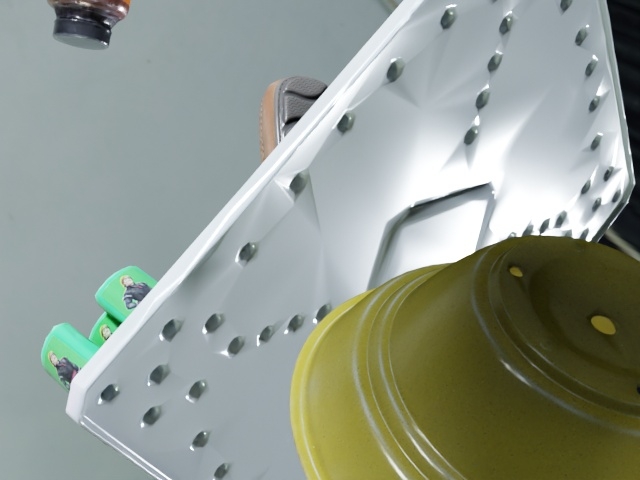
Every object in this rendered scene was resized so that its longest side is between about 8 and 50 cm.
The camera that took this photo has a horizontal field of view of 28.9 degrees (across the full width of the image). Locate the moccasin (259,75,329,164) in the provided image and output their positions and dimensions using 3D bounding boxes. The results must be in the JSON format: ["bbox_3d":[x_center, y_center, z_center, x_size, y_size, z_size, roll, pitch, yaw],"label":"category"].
[{"bbox_3d":[0.003,-0.001,1.424,0.139,0.147,0.380,-17,89,-32],"label":"moccasin"}]

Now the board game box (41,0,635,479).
[{"bbox_3d":[0.048,0.009,0.772,0.390,0.050,0.390,-50,149,-10],"label":"board game box"}]

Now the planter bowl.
[{"bbox_3d":[0.103,0.062,0.523,0.217,0.217,0.090,-6,136,-31],"label":"planter bowl"}]

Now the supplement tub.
[{"bbox_3d":[-0.280,-0.339,1.528,0.106,0.106,0.198,12,85,-37],"label":"supplement tub"}]
